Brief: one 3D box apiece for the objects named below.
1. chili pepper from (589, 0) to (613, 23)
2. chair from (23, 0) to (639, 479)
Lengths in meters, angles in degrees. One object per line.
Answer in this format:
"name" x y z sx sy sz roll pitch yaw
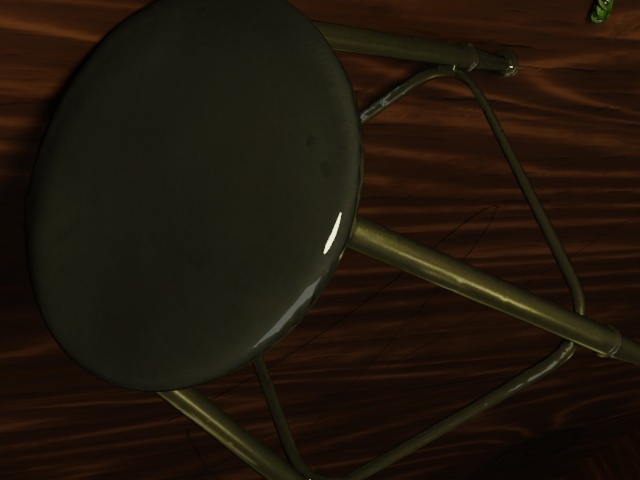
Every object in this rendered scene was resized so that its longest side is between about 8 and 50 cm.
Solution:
"chili pepper" 0.267 -0.230 1.252 0.027 0.022 0.083 -56 157 -10
"chair" 0.000 0.000 1.101 0.362 0.365 0.410 -33 150 21
